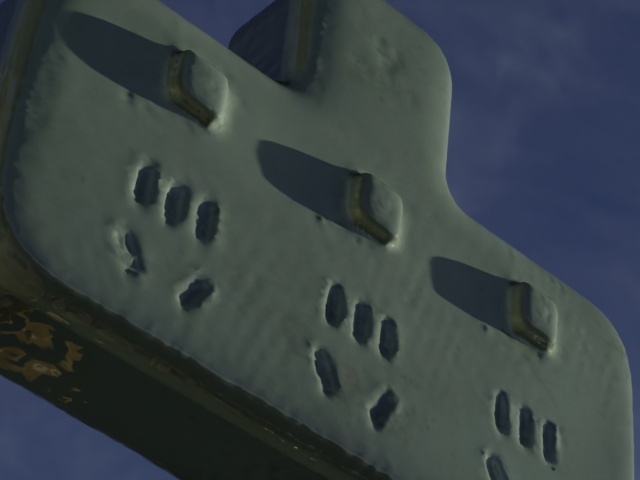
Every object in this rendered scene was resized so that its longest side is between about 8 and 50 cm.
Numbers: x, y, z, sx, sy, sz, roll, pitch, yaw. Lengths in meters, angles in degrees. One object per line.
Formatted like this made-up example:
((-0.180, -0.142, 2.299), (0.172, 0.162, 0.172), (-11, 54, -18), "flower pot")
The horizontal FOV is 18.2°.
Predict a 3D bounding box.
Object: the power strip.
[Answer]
((0.000, 0.000, 0.643), (0.265, 0.193, 0.059), (33, -46, -29), "power strip")
